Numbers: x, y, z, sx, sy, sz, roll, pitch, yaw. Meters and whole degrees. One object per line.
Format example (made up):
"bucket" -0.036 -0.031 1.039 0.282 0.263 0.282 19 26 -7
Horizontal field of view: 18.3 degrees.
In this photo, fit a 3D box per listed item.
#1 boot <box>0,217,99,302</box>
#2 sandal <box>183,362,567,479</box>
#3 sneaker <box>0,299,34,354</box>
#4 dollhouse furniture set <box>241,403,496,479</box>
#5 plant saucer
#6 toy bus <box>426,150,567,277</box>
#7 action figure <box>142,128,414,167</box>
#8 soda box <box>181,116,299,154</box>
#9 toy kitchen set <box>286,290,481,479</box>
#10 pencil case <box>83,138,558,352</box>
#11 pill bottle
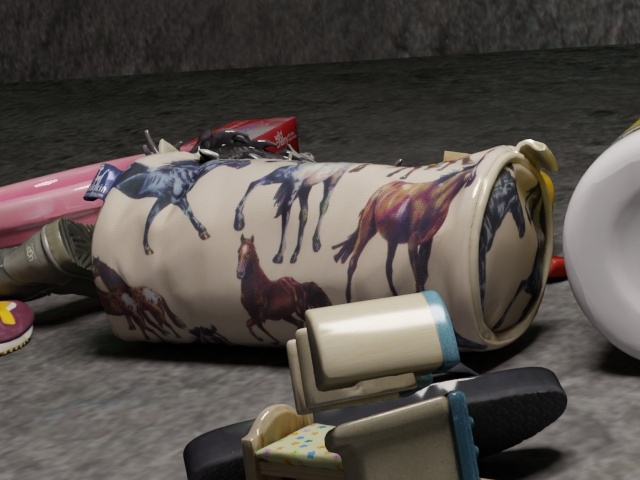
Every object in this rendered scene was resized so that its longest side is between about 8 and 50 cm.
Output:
"boot" -0.301 0.047 1.892 0.208 0.076 0.189 -25 -25 15
"sandal" 0.036 0.111 1.284 0.254 0.054 0.097 -9 -28 -8
"sneaker" -0.323 0.066 1.763 0.069 0.084 0.185 0 13 31
"dollhouse furniture set" 0.078 0.135 1.133 0.182 0.101 0.161 2 14 38
"plant saucer" -0.264 -0.027 2.117 0.332 0.084 0.332 -14 6 1
"toy bus" 0.132 -0.029 1.836 0.191 0.104 0.202 4 5 -10
"action figure" -0.046 -0.036 1.978 0.275 0.141 0.164 8 12 -5
"soda box" -0.107 -0.086 2.390 0.092 0.083 0.263 -3 12 19
"toy kitchen set" 0.063 0.133 0.992 0.122 0.207 0.166 -8 -8 -7
"pencil case" 0.000 0.000 1.639 0.410 0.184 0.160 0 -10 34
"pill bottle" 0.316 -0.027 1.580 0.188 0.188 0.334 -2 12 21
